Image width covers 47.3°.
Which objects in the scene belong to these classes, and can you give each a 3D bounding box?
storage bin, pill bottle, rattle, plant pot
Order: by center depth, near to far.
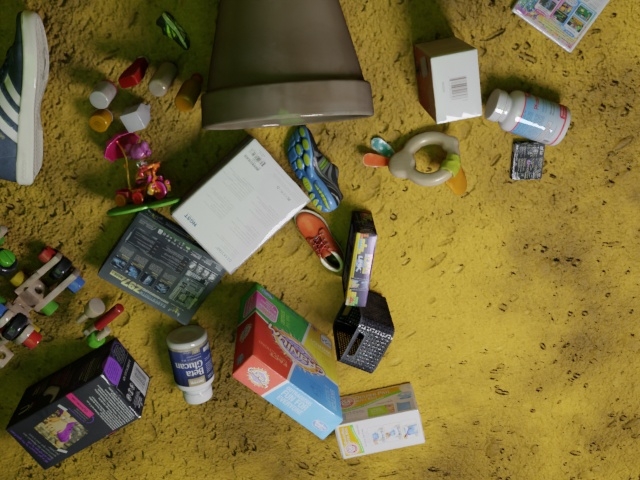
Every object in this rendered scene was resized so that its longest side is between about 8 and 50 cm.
[{"bbox_3d":[-0.073,-0.356,1.352,0.323,0.323,0.281,-6,97,-1],"label":"plant pot"},{"bbox_3d":[0.426,-0.259,1.513,0.160,0.087,0.087,16,111,-10],"label":"pill bottle"},{"bbox_3d":[0.205,-0.158,1.575,0.199,0.143,0.130,-7,81,16],"label":"rattle"},{"bbox_3d":[0.094,0.196,1.634,0.084,0.180,0.122,22,110,-11],"label":"storage bin"},{"bbox_3d":[-0.298,0.291,1.699,0.094,0.094,0.169,-7,113,0],"label":"pill bottle"}]

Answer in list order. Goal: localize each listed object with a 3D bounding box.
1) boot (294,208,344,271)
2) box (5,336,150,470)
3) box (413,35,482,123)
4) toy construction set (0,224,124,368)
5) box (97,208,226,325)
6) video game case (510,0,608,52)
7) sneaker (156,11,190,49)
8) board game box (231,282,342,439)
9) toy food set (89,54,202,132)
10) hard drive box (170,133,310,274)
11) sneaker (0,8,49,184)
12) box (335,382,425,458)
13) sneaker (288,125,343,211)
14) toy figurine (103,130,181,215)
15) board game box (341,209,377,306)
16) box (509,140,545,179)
[{"bbox_3d":[0.000,0.000,1.600,0.059,0.085,0.158,-36,108,13],"label":"boot"},{"bbox_3d":[-0.550,0.373,1.681,0.270,0.165,0.143,-29,112,9],"label":"box"},{"bbox_3d":[0.247,-0.317,1.433,0.091,0.170,0.130,-11,113,0],"label":"box"},{"bbox_3d":[-0.627,0.172,1.598,0.308,0.258,0.237,27,129,-37],"label":"toy construction set"},{"bbox_3d":[-0.344,0.057,1.617,0.232,0.059,0.183,32,107,-16],"label":"box"},{"bbox_3d":[0.484,-0.479,1.461,0.157,0.019,0.143,30,108,-15],"label":"video game case"},{"bbox_3d":[-0.291,-0.410,1.445,0.035,0.031,0.083,-28,108,23],"label":"sneaker"},{"bbox_3d":[-0.071,0.250,1.574,0.242,0.316,0.064,39,106,-18],"label":"board game box"},{"bbox_3d":[-0.358,-0.299,1.465,0.232,0.105,0.111,-13,126,20],"label":"toy food set"},{"bbox_3d":[-0.169,-0.077,1.530,0.232,0.089,0.181,-42,108,0],"label":"hard drive box"},{"bbox_3d":[-0.620,-0.278,1.423,0.148,0.131,0.350,9,112,-12],"label":"sneaker"},{"bbox_3d":[0.138,0.436,1.772,0.203,0.114,0.103,-12,114,2],"label":"box"},{"bbox_3d":[-0.008,-0.153,1.550,0.067,0.078,0.188,-19,100,41],"label":"sneaker"},{"bbox_3d":[-0.377,-0.146,1.496,0.173,0.130,0.159,-4,105,31],"label":"toy figurine"},{"bbox_3d":[0.083,0.036,1.588,0.048,0.141,0.170,6,113,-5],"label":"board game box"},{"bbox_3d":[0.449,-0.174,1.586,0.067,0.018,0.083,-3,113,-2],"label":"box"}]
